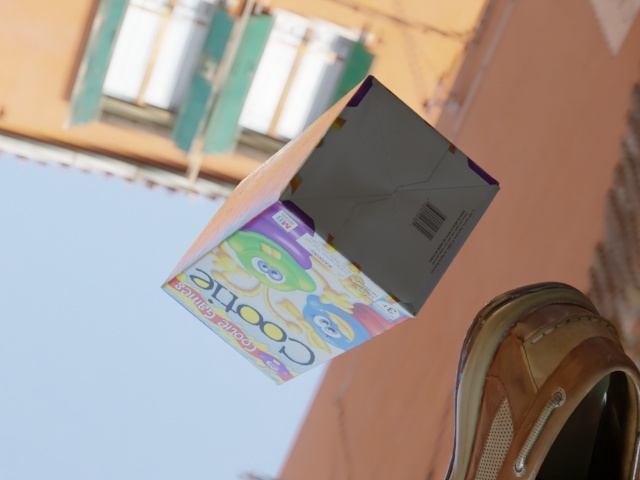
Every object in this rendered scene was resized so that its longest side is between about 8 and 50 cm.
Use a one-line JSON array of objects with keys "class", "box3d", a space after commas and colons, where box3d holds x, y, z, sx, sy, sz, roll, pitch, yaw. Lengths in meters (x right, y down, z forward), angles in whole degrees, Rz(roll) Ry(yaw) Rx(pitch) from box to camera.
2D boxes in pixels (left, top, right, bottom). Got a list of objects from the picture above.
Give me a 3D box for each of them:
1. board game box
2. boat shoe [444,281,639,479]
[{"class": "board game box", "box3d": [0.000, 0.000, 1.401, 0.142, 0.275, 0.144, 40, -118, -9]}, {"class": "boat shoe", "box3d": [0.140, 0.192, 1.072, 0.123, 0.324, 0.120, -9, -156, -23]}]
